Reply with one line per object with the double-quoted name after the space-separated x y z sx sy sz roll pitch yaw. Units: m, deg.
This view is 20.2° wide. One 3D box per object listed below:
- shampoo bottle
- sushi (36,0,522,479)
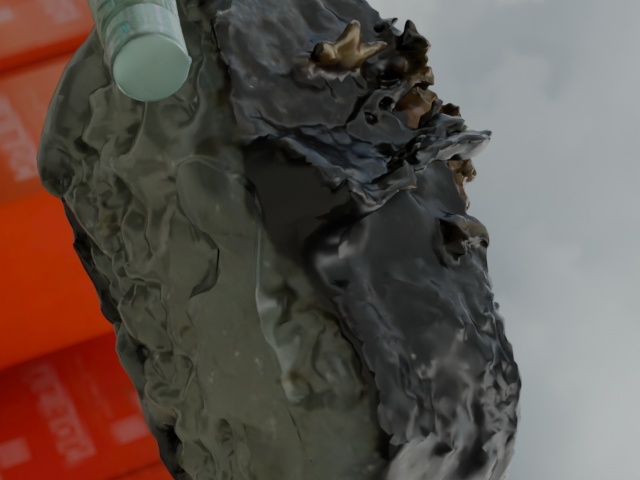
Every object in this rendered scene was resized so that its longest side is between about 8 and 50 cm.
-0.094 -0.127 0.859 0.069 0.041 0.190 53 10 -34 "shampoo bottle"
0.000 0.000 0.970 0.234 0.207 0.348 -37 -113 44 "sushi"
